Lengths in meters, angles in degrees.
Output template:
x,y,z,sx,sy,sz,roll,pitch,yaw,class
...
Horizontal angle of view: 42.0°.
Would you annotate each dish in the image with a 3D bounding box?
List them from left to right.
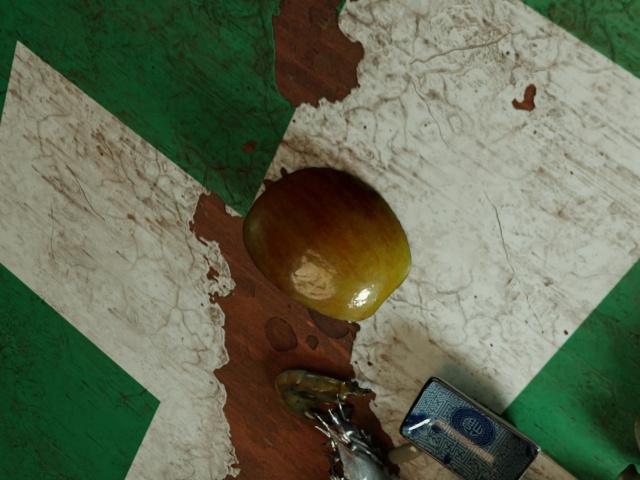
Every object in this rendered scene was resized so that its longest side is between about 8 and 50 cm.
x,y,z,sx,sy,sz,roll,pitch,yaw,class
0.294,0.369,1.620,0.243,0.080,0.182,34,126,15,dish

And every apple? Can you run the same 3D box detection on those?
x,y,z,sx,sy,sz,roll,pitch,yaw,class
0.000,0.000,1.602,0.346,0.254,0.179,34,167,15,apple

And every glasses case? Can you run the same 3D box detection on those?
x,y,z,sx,sy,sz,roll,pitch,yaw,class
0.178,0.453,1.774,0.083,0.021,0.032,-33,92,39,glasses case

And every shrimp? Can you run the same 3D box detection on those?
x,y,z,sx,sy,sz,roll,pitch,yaw,class
0.003,0.354,1.815,0.254,0.059,0.145,5,118,31,shrimp
0.072,0.468,1.772,0.116,0.145,0.343,-25,114,4,shrimp

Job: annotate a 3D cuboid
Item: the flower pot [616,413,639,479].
x,y,z,sx,sy,sz,roll,pitch,yaw,class
0.662,0.393,1.324,0.367,0.164,0.254,16,114,38,flower pot
